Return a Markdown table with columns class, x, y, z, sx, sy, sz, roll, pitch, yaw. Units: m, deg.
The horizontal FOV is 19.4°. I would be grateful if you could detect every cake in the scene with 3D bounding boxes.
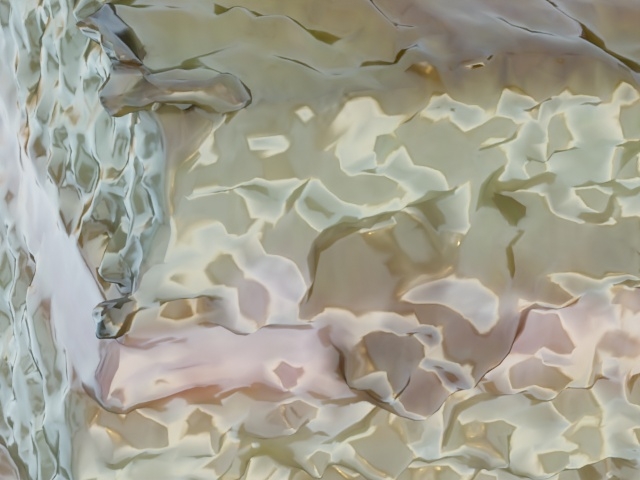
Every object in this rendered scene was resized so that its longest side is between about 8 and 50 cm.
| class | x | y | z | sx | sy | sz | roll | pitch | yaw |
| --- | --- | --- | --- | --- | --- | --- | --- | --- | --- |
| cake | 0.000 | 0.000 | 0.742 | 0.314 | 0.307 | 0.293 | -1 | -145 | -24 |
